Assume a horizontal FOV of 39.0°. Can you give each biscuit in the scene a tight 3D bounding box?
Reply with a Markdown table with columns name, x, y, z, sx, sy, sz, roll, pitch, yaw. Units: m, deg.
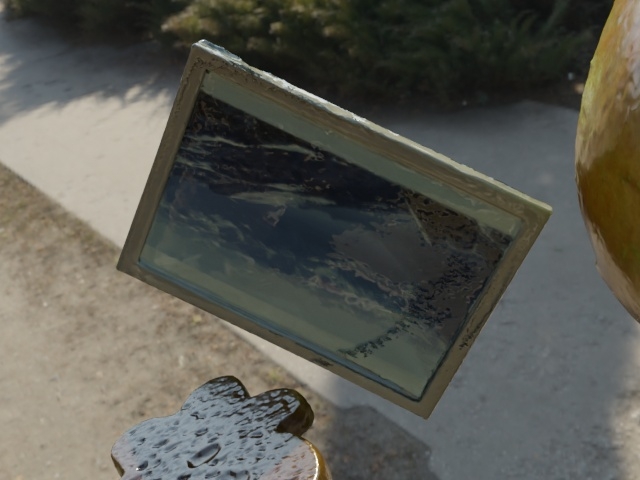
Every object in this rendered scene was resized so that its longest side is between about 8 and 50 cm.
| name | x | y | z | sx | sy | sz | roll | pitch | yaw |
| --- | --- | --- | --- | --- | --- | --- | --- | --- | --- |
| biscuit | -0.076 | 0.171 | 0.645 | 0.180 | 0.039 | 0.236 | -28 | 20 | -13 |

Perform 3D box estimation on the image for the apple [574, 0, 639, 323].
| name | x | y | z | sx | sy | sz | roll | pitch | yaw |
| --- | --- | --- | --- | --- | --- | --- | --- | --- | --- |
| apple | 0.362 | -0.075 | 0.642 | 0.374 | 0.374 | 0.384 | -7 | 34 | 11 |

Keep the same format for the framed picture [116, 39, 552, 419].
| name | x | y | z | sx | sy | sz | roll | pitch | yaw |
| --- | --- | --- | --- | --- | --- | --- | --- | --- | --- |
| framed picture | 0.000 | 0.000 | 0.815 | 0.335 | 0.247 | 0.022 | 26 | 28 | 1 |
